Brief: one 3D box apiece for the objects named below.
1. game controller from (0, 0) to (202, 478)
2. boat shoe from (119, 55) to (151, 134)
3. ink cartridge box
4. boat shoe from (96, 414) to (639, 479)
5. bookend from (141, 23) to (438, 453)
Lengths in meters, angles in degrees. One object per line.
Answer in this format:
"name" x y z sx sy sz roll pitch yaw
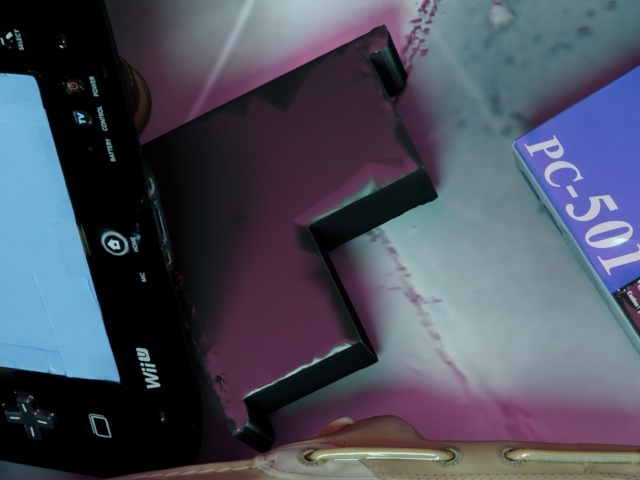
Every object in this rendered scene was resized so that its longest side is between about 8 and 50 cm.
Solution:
"game controller" -0.150 -0.013 0.882 0.166 0.319 0.067 12 42 29
"boat shoe" -0.166 -0.034 1.001 0.064 0.060 0.178 40 87 18
"ink cartridge box" 0.189 0.016 0.924 0.097 0.046 0.207 -31 72 1
"boat shoe" 0.024 0.148 0.902 0.341 0.122 0.110 3 40 10
"bookend" 0.000 0.000 0.953 0.157 0.072 0.156 -27 73 3
